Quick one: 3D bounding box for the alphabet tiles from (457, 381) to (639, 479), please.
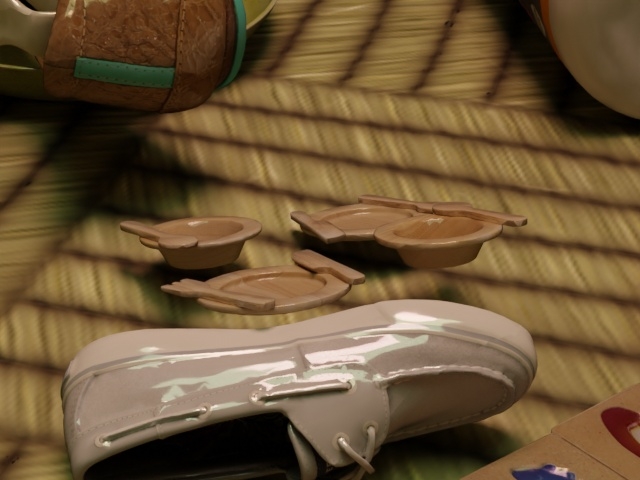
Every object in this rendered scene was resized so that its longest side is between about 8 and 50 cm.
[{"bbox_3d":[0.137,0.151,0.501,0.342,0.011,0.285,-21,36,-35],"label":"alphabet tiles"}]

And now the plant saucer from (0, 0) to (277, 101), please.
[{"bbox_3d":[-0.143,-0.140,0.929,0.241,0.037,0.241,2,34,-1],"label":"plant saucer"}]

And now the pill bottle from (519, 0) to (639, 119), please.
[{"bbox_3d":[0.175,-0.198,0.921,0.162,0.162,0.278,-4,33,-9],"label":"pill bottle"}]

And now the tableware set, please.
[{"bbox_3d":[0.000,0.000,0.694,0.169,0.020,0.141,-13,15,-28],"label":"tableware set"}]

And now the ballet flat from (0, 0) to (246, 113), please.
[{"bbox_3d":[-0.172,-0.163,0.827,0.124,0.116,0.342,-12,41,-33],"label":"ballet flat"}]

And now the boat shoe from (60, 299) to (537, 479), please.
[{"bbox_3d":[-0.006,0.065,0.602,0.184,0.066,0.063,0,47,-7],"label":"boat shoe"}]
